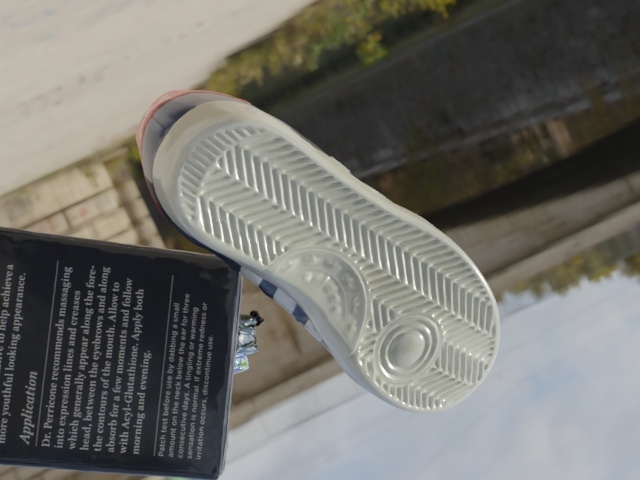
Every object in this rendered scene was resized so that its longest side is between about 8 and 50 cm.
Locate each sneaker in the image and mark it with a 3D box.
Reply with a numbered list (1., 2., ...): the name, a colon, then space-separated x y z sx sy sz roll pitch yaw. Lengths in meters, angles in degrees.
1. sneaker: 0.000 0.000 0.994 0.131 0.350 0.148 -48 -147 -2

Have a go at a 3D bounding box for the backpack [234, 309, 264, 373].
1. backpack: -0.143 0.128 1.629 0.105 0.084 0.114 -4 174 32

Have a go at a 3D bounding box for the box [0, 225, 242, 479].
1. box: -0.309 0.108 1.270 0.395 0.212 0.293 8 170 -19
